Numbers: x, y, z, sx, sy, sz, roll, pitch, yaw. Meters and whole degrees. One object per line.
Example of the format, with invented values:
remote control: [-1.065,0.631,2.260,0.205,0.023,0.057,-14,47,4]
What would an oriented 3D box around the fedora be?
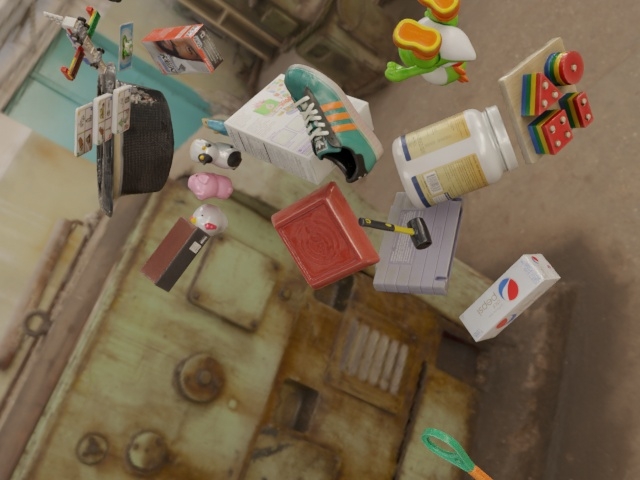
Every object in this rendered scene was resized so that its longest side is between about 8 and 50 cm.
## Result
fedora: [-0.405,-0.215,1.425,0.334,0.153,0.334,179,90,-69]

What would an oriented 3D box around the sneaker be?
sneaker: [0.015,-0.261,1.485,0.121,0.302,0.108,-54,19,-27]

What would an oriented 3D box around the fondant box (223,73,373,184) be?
fondant box: [-0.060,-0.306,1.744,0.330,0.096,0.238,28,63,34]

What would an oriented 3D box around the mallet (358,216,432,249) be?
mallet: [0.143,-0.031,1.274,0.039,0.190,0.062,-39,48,37]

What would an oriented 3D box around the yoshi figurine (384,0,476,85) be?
yoshi figurine: [0.236,-0.460,1.501,0.204,0.362,0.203,-15,82,14]

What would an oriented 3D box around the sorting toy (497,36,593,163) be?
sorting toy: [0.627,-0.379,1.757,0.257,0.255,0.089,-38,26,-23]

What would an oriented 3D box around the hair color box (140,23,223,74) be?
hair color box: [-0.304,-0.416,1.430,0.167,0.093,0.053,8,53,37]

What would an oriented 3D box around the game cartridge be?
game cartridge: [0.302,0.003,1.994,0.230,0.068,0.355,0,55,29]

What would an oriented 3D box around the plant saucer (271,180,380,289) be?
plant saucer: [0.000,0.000,1.829,0.259,0.258,0.048,-27,6,37]

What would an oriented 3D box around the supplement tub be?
supplement tub: [0.391,-0.244,1.895,0.316,0.228,0.228,-20,37,17]

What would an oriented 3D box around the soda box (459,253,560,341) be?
soda box: [0.395,0.123,1.375,0.216,0.074,0.069,-53,56,35]

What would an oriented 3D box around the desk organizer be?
desk organizer: [-0.268,0.024,1.198,0.050,0.047,0.130,33,84,31]

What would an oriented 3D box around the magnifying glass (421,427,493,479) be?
magnifying glass: [0.328,0.511,1.502,0.026,0.231,0.092,-55,6,-32]

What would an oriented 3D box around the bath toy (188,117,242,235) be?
bath toy: [-0.315,-0.175,1.894,0.129,0.151,0.348,-115,35,-75]

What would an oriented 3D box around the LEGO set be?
LEGO set: [-0.353,-0.272,1.016,0.182,0.060,0.244,-66,-11,-63]
